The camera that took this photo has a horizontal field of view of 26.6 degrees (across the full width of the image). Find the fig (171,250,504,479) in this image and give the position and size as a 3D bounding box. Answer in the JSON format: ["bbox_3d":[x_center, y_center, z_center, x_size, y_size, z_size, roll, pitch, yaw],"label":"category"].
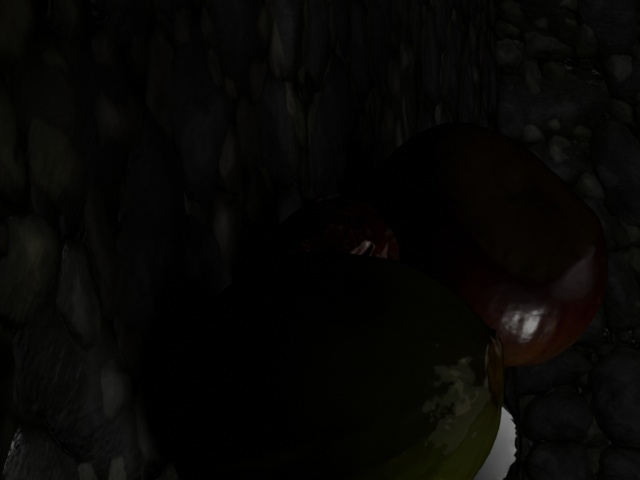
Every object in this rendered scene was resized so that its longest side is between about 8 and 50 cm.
[{"bbox_3d":[0.027,0.169,1.390,0.343,0.343,0.343,-3,90,-74],"label":"fig"}]

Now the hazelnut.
[{"bbox_3d":[0.257,0.011,2.134,0.409,0.359,0.359,50,13,9],"label":"hazelnut"}]

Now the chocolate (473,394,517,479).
[{"bbox_3d":[0.147,0.251,2.007,0.186,0.283,0.283,-97,174,-54],"label":"chocolate"}]

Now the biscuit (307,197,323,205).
[{"bbox_3d":[0.000,0.000,1.903,0.130,0.019,0.102,70,23,-45],"label":"biscuit"}]

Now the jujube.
[{"bbox_3d":[-0.003,0.033,1.652,0.236,0.168,0.168,-22,109,-55],"label":"jujube"}]
